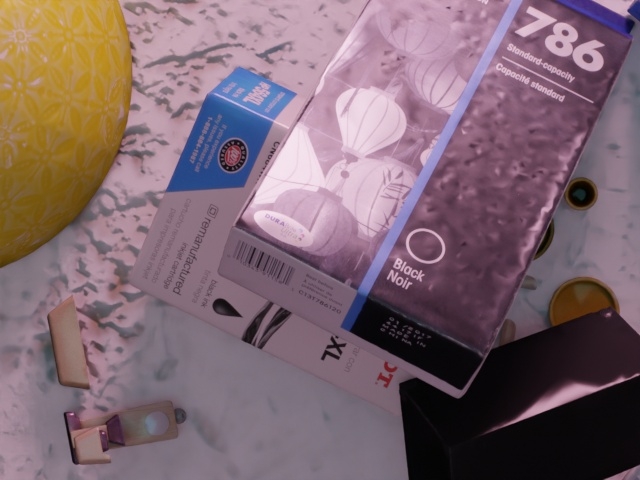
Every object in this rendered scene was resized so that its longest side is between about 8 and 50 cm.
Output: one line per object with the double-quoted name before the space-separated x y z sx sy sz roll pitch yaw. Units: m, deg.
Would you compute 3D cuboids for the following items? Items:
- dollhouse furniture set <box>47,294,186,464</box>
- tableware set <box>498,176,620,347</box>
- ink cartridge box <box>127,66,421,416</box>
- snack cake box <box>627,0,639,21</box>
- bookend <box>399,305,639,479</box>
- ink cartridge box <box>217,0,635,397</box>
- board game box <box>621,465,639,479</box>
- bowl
"dollhouse furniture set" -0.135 0.088 1.175 0.081 0.091 0.114 -10 87 -12
"tableware set" 0.154 0.032 1.179 0.104 0.024 0.154 11 91 3
"ink cartridge box" 0.000 0.000 1.141 0.203 0.086 0.148 25 108 3
"snack cake box" 0.351 -0.127 1.134 0.264 0.089 0.152 40 92 2
"bookend" 0.141 0.145 1.138 0.157 0.072 0.156 -19 127 -15
"ink cartridge box" 0.082 -0.078 1.077 0.165 0.065 0.333 26 56 3
"board game box" 0.369 0.256 1.127 0.390 0.050 0.390 35 101 2
"bowl" -0.278 -0.114 1.138 0.289 0.156 0.289 0 91 4
